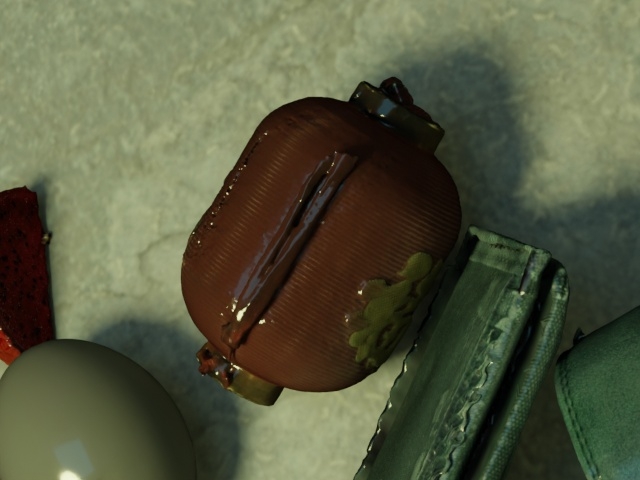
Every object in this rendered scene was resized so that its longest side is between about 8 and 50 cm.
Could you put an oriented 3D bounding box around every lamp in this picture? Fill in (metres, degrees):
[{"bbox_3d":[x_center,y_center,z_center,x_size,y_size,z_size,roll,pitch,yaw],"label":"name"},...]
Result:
[{"bbox_3d":[0.000,0.000,1.345,0.180,0.180,0.258,35,98,30],"label":"lamp"}]

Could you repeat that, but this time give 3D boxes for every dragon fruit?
[{"bbox_3d":[-0.284,0.033,1.536,0.083,0.106,0.162,-11,77,27],"label":"dragon fruit"}]

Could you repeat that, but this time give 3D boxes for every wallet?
[{"bbox_3d":[0.076,0.159,1.266,0.075,0.237,0.342,23,91,-9],"label":"wallet"}]

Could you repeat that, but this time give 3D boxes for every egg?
[{"bbox_3d":[-0.178,0.159,1.425,0.146,0.146,0.199,-45,56,13],"label":"egg"}]

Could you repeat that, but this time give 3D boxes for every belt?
[{"bbox_3d":[0.249,0.161,1.158,0.116,0.206,0.267,-31,69,19],"label":"belt"}]
